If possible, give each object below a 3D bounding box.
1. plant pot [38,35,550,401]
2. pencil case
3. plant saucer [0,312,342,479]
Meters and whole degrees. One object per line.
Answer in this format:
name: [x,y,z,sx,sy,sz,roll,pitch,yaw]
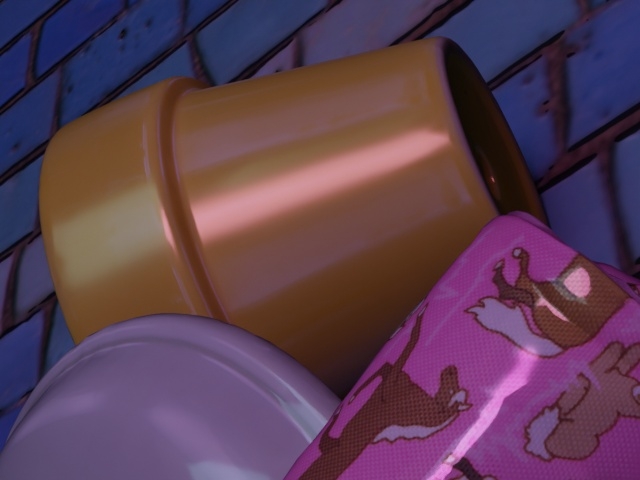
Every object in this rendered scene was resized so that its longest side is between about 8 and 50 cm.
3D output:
plant pot: [0.000,0.000,1.055,0.239,0.254,0.254,-23,41,17]
pencil case: [0.012,0.176,0.664,0.386,0.167,0.160,-50,21,-7]
plant saucer: [-0.089,0.239,0.873,0.400,0.100,0.401,7,99,48]
